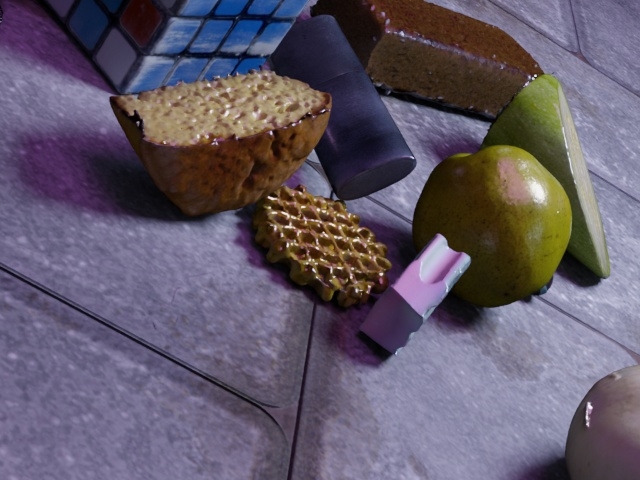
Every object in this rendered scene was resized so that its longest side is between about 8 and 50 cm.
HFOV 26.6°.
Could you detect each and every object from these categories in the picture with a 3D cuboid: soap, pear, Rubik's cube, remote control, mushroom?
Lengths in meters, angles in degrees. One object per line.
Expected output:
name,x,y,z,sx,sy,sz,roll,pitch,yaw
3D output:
soap,0.104,0.063,1.515,0.056,0.100,0.149,37,29,6
pear,0.210,-0.019,1.665,0.198,0.198,0.198,27,30,-17
Rubik's cube,-0.172,-0.355,1.660,0.253,0.256,0.259,49,32,18
remote control,0.020,-0.181,1.756,0.378,0.107,0.044,-114,-175,-51
mushroom,0.441,0.251,1.421,0.315,0.356,0.315,20,66,-54

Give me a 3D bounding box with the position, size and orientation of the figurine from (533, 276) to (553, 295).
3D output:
figurine,0.257,0.037,1.784,0.106,0.047,0.060,27,-7,-4

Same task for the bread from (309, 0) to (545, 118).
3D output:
bread,0.182,-0.289,2.106,0.416,0.113,0.165,10,39,-42

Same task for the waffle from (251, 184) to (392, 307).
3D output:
waffle,0.002,0.004,1.555,0.191,0.038,0.191,27,30,-17

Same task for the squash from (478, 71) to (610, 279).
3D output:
squash,0.369,-0.096,1.952,0.260,0.189,0.189,42,29,19

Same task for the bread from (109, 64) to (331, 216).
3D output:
bread,-0.111,-0.100,1.484,0.260,0.134,0.129,-12,38,-37

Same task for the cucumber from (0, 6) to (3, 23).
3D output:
cucumber,-0.420,-0.252,1.466,0.043,0.039,0.163,31,19,37
